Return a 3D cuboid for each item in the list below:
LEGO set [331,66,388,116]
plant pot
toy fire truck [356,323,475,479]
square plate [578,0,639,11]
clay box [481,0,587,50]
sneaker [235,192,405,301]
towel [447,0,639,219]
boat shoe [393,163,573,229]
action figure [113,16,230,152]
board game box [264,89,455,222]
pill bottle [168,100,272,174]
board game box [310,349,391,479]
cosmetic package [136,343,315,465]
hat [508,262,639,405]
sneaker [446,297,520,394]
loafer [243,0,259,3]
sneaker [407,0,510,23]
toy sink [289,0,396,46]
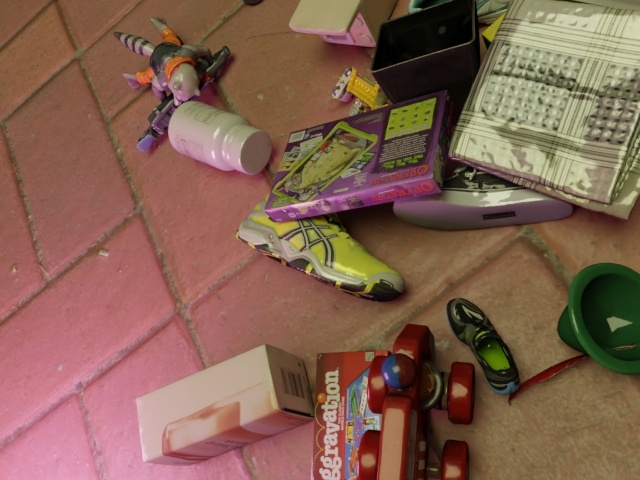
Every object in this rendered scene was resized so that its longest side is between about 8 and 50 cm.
[{"bbox_3d":[0.135,-0.250,1.260,0.132,0.107,0.286,-51,54,44],"label":"LEGO set"},{"bbox_3d":[0.221,-0.326,1.162,0.188,0.167,0.187,-12,42,24],"label":"plant pot"},{"bbox_3d":[0.138,0.273,0.925,0.170,0.254,0.302,3,71,17],"label":"toy fire truck"},{"bbox_3d":[0.591,-0.552,1.037,0.344,0.049,0.347,14,86,4],"label":"square plate"},{"bbox_3d":[0.413,-0.411,1.137,0.222,0.127,0.053,-40,59,9],"label":"clay box"},{"bbox_3d":[0.000,0.000,1.185,0.385,0.145,0.147,24,84,31],"label":"sneaker"},{"bbox_3d":[0.400,-0.227,0.982,0.324,0.056,0.312,24,91,26],"label":"towel"},{"bbox_3d":[0.284,-0.091,1.091,0.307,0.113,0.104,-5,62,23],"label":"boat shoe"},{"bbox_3d":[-0.412,-0.409,1.545,0.330,0.178,0.341,35,87,43],"label":"action figure"},{"bbox_3d":[0.068,-0.150,1.129,0.347,0.056,0.208,-8,47,33],"label":"board game box"},{"bbox_3d":[-0.227,-0.232,1.399,0.229,0.131,0.131,24,83,33],"label":"pill bottle"},{"bbox_3d":[0.055,0.340,1.093,0.145,0.027,0.281,-8,67,26],"label":"board game box"},{"bbox_3d":[-0.178,0.316,1.151,0.296,0.153,0.129,-25,60,19],"label":"cosmetic package"},{"bbox_3d":[0.412,0.148,0.983,0.209,0.183,0.172,-6,70,-19],"label":"hat"},{"bbox_3d":[0.269,0.161,1.005,0.067,0.078,0.188,-20,47,-6],"label":"sneaker"},{"bbox_3d":[-0.140,-0.764,1.581,0.109,0.095,0.302,17,80,31],"label":"loafer"},{"bbox_3d":[0.307,-0.495,1.227,0.283,0.122,0.110,-27,61,16],"label":"sneaker"},{"bbox_3d":[0.062,-0.520,1.362,0.153,0.131,0.234,16,74,31],"label":"toy sink"}]
